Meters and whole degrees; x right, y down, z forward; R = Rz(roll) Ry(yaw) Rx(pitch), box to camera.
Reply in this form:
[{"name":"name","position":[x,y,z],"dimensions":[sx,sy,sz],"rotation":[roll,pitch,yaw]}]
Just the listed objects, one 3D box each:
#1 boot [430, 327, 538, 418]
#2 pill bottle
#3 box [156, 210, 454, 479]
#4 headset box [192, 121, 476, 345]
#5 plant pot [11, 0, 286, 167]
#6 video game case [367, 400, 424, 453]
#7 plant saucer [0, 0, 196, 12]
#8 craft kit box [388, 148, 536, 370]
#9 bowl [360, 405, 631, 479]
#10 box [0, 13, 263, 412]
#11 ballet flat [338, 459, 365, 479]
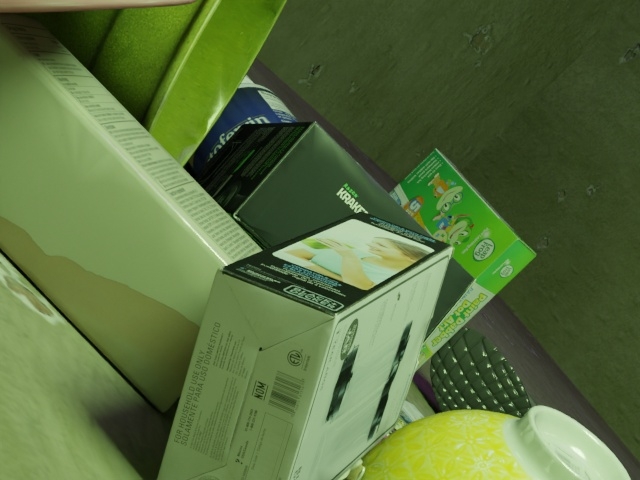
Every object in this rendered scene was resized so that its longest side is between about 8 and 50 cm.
[{"name":"boot","position":[0.275,0.278,1.970],"dimensions":[0.338,0.118,0.223],"rotation":[58,8,10]},{"name":"pill bottle","position":[-0.089,-0.108,1.814],"dimensions":[0.153,0.153,0.264],"rotation":[37,12,-48]},{"name":"box","position":[-0.001,0.086,1.024],"dimensions":[0.087,0.169,0.290],"rotation":[21,16,16]},{"name":"headset box","position":[0.000,0.000,1.511],"dimensions":[0.246,0.131,0.283],"rotation":[44,-11,-18]},{"name":"plant pot","position":[-0.232,-0.276,1.341],"dimensions":[0.353,0.366,0.366],"rotation":[31,8,1]},{"name":"video game case","position":[0.120,0.255,1.468],"dimensions":[0.232,0.042,0.210],"rotation":[49,9,24]},{"name":"plant saucer","position":[-0.254,-0.210,1.018],"dimensions":[0.332,0.332,0.084],"rotation":[-90,180,-78]},{"name":"craft kit box","position":[0.137,0.030,1.931],"dimensions":[0.061,0.250,0.246],"rotation":[38,10,-42]},{"name":"bowl","position":[0.185,0.241,1.251],"dimensions":[0.289,0.156,0.289],"rotation":[33,19,-13]},{"name":"box","position":[-0.176,-0.028,1.101],"dimensions":[0.311,0.121,0.148],"rotation":[46,9,1]},{"name":"ballet flat","position":[0.004,0.192,1.130],"dimensions":[0.070,0.070,0.188],"rotation":[47,9,6]}]
